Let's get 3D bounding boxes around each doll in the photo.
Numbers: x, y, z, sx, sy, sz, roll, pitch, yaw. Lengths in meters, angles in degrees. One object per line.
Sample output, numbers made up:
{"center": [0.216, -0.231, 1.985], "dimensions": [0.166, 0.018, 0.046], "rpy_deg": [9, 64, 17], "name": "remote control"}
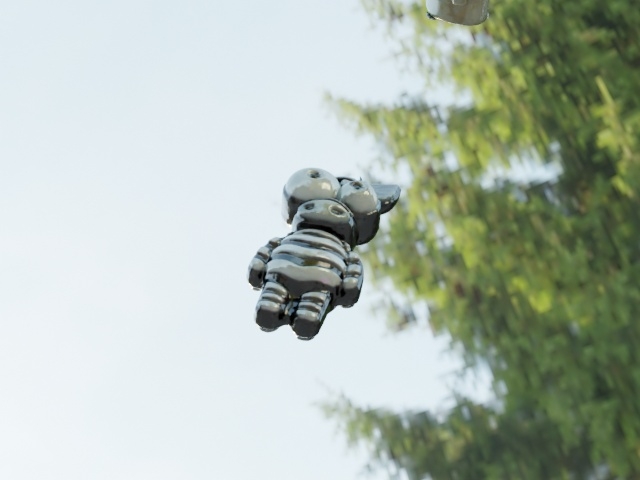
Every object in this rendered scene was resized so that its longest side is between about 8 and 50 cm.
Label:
{"center": [0.000, 0.000, 1.457], "dimensions": [0.091, 0.219, 0.067], "rpy_deg": [11, -54, 10], "name": "doll"}

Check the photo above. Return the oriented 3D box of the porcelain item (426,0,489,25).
{"center": [0.125, -0.281, 1.458], "dimensions": [0.054, 0.084, 0.213], "rpy_deg": [7, -63, -2], "name": "porcelain item"}
